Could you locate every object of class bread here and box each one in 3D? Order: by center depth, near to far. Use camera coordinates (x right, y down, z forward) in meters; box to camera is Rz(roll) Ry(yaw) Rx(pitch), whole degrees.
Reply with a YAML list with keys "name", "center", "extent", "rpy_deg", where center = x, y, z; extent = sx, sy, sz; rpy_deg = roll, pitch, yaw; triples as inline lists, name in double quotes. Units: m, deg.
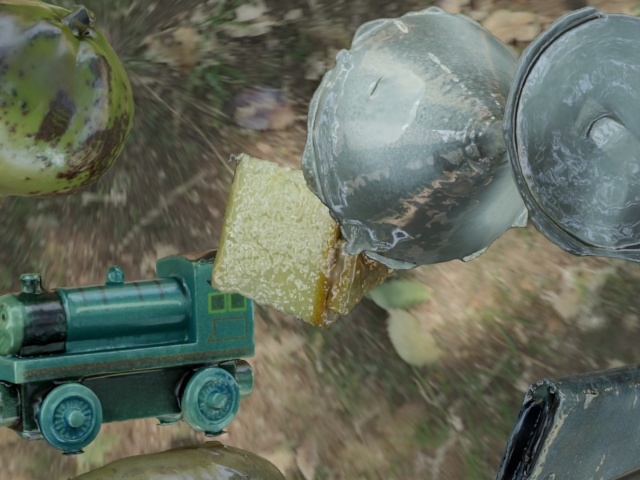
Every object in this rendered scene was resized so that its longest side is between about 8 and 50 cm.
- name: "bread"
  center: [0.000, 0.000, 1.466]
  extent: [0.147, 0.152, 0.127]
  rpy_deg: [16, 94, 26]

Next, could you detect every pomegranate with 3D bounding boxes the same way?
- name: "pomegranate"
  center: [-0.314, -0.110, 1.761]
  extent: [0.222, 0.204, 0.277]
  rpy_deg: [36, 77, -12]

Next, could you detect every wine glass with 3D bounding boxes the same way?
- name: "wine glass"
  center: [0.098, -0.053, 0.915]
  extent: [0.156, 0.232, 0.156]
  rpy_deg: [-1, 93, -21]

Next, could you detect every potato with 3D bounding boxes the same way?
- name: "potato"
  center: [-0.147, 0.274, 1.734]
  extent: [0.262, 0.165, 0.165]
  rpy_deg: [-19, 98, -25]

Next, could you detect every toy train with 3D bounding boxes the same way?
- name: "toy train"
  center: [-0.205, 0.112, 1.854]
  extent: [0.298, 0.120, 0.194]
  rpy_deg: [-5, 96, -32]

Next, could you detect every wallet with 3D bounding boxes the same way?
- name: "wallet"
  center: [0.293, 0.208, 1.813]
  extent: [0.046, 0.379, 0.191]
  rpy_deg: [27, 108, 33]

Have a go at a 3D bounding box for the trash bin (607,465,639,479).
- name: "trash bin"
  center: [0.260, 0.242, 1.288]
  extent: [0.225, 0.165, 0.115]
  rpy_deg: [-19, 130, -1]
